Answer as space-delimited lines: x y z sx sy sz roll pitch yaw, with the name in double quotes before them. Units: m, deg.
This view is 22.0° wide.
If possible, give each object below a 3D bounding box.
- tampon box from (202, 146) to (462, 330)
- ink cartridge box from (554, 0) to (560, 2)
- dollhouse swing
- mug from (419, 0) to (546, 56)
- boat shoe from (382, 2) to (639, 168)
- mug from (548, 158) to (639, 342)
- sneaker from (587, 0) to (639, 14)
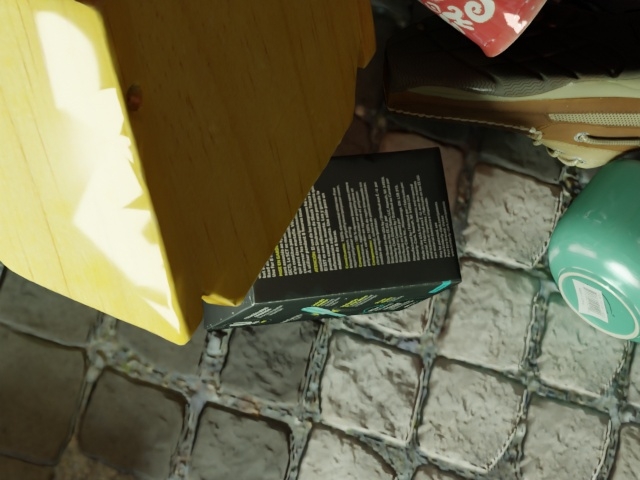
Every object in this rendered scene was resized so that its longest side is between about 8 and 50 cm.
"tampon box" 0.000 0.000 1.186 0.161 0.120 0.101 -5 80 -22
"ink cartridge box" 0.116 -0.382 1.356 0.307 0.072 0.304 34 67 -12
"dollhouse swing" -0.176 -0.159 1.040 0.305 0.315 0.347 4 38 21
"mug" 0.081 -0.226 1.206 0.169 0.150 0.113 31 90 -11
"boat shoe" 0.211 -0.111 1.287 0.324 0.120 0.122 -1 39 -1
"mug" 0.250 0.026 1.270 0.158 0.129 0.097 44 69 -6
"sneaker" 0.304 -0.187 1.371 0.223 0.083 0.098 2 81 -21
